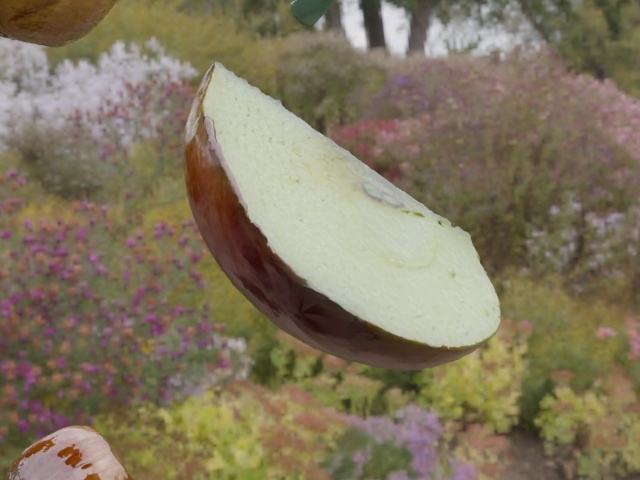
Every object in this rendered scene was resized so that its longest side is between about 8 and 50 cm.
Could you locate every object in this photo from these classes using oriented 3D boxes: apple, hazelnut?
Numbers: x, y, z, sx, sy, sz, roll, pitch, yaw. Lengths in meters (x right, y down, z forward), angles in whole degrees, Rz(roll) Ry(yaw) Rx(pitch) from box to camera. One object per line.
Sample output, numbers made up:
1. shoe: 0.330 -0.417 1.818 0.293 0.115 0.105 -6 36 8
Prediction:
1. apple: 0.000 0.000 1.026 0.346 0.179 0.254 36 -11 -11
2. hazelnut: -0.311 0.307 1.383 0.150 0.150 0.150 -7 4 1

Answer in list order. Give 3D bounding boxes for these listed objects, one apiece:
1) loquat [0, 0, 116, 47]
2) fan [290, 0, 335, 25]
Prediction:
1. loquat: -0.322 -0.340 1.186 0.276 0.276 0.284 -7 6 -10
2. fan: 0.041 -0.310 1.251 0.193 0.038 0.016 -39 31 26
